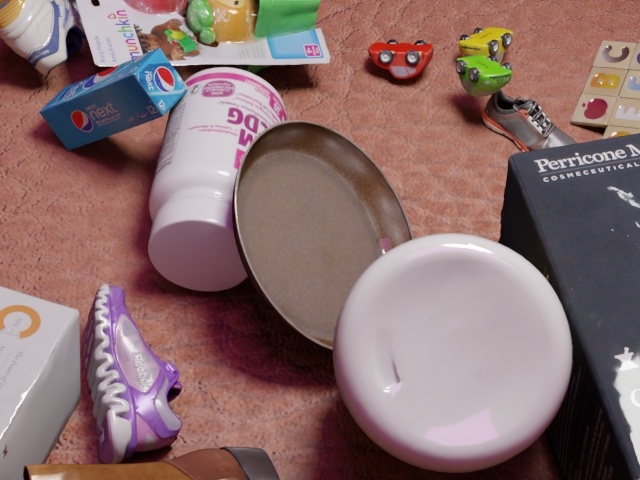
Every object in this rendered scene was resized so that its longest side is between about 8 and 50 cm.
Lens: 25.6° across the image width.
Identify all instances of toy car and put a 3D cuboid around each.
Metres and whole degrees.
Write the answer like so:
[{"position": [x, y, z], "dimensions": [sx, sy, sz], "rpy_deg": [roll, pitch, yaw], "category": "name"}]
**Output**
[{"position": [0.213, -0.258, 2.102], "dimensions": [0.239, 0.053, 0.225], "rpy_deg": [-11, 26, -18], "category": "toy car"}]

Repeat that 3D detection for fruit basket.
[{"position": [-0.188, -0.375, 2.095], "dimensions": [0.353, 0.165, 0.327], "rpy_deg": [0, 46, -23], "category": "fruit basket"}]

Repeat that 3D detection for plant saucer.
[{"position": [0.000, 0.000, 1.773], "dimensions": [0.311, 0.050, 0.310], "rpy_deg": [22, 55, -36], "category": "plant saucer"}]

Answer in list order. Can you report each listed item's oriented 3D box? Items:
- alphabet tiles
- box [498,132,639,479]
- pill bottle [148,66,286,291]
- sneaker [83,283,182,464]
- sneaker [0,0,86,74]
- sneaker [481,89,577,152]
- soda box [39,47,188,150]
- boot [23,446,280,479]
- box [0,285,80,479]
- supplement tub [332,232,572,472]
[{"position": [0.557, -0.221, 2.083], "dimensions": [0.343, 0.011, 0.285], "rpy_deg": [9, 57, 28], "category": "alphabet tiles"}, {"position": [0.497, 0.120, 1.623], "dimensions": [0.480, 0.297, 0.471], "rpy_deg": [-10, 47, -5], "category": "box"}, {"position": [-0.136, -0.080, 1.847], "dimensions": [0.160, 0.160, 0.283], "rpy_deg": [8, 47, -1], "category": "pill bottle"}, {"position": [-0.219, 0.156, 1.666], "dimensions": [0.105, 0.095, 0.236], "rpy_deg": [-1, 52, -19], "category": "sneaker"}, {"position": [-0.406, -0.337, 2.102], "dimensions": [0.112, 0.131, 0.296], "rpy_deg": [-29, 22, 22], "category": "sneaker"}, {"position": [0.308, -0.171, 2.065], "dimensions": [0.158, 0.065, 0.061], "rpy_deg": [28, 49, 18], "category": "sneaker"}, {"position": [-0.281, -0.189, 1.905], "dimensions": [0.210, 0.071, 0.067], "rpy_deg": [-14, 29, 42], "category": "soda box"}, {"position": [-0.148, 0.313, 1.463], "dimensions": [0.281, 0.096, 0.264], "rpy_deg": [0, 41, -30], "category": "boot"}, {"position": [-0.468, 0.153, 1.570], "dimensions": [0.345, 0.168, 0.215], "rpy_deg": [17, 46, 8], "category": "box"}, {"position": [0.133, 0.125, 1.539], "dimensions": [0.241, 0.331, 0.241], "rpy_deg": [0, 84, 0], "category": "supplement tub"}]
